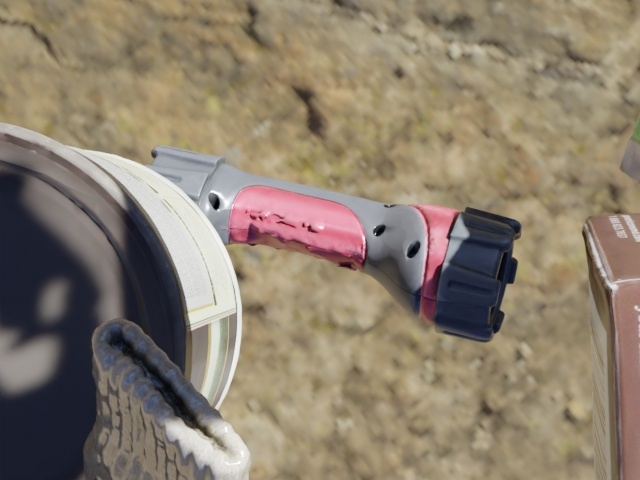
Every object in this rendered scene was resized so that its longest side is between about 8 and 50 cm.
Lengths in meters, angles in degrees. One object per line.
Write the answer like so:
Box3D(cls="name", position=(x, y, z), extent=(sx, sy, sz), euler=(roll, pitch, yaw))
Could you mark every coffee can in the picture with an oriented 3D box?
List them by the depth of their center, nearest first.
Box3D(cls="coffee can", position=(-0.151, 0.046, 0.948), extent=(0.202, 0.275, 0.201), euler=(0, 90, 3))

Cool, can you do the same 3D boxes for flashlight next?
Box3D(cls="flashlight", position=(0.000, 0.000, 1.472), extent=(0.103, 0.304, 0.103), euler=(64, 40, -73))

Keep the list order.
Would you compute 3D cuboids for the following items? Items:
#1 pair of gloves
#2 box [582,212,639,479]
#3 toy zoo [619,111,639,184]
Box3D(cls="pair of gloves", position=(-0.011, 0.155, 0.681), extent=(0.042, 0.240, 0.204), euler=(-38, 165, -19))
Box3D(cls="box", position=(0.325, 0.079, 0.920), extent=(0.381, 0.143, 0.191), euler=(-2, 105, 4))
Box3D(cls="toy zoo", position=(0.205, -0.097, 0.524), extent=(0.030, 0.192, 0.293), euler=(-9, 129, -39))
